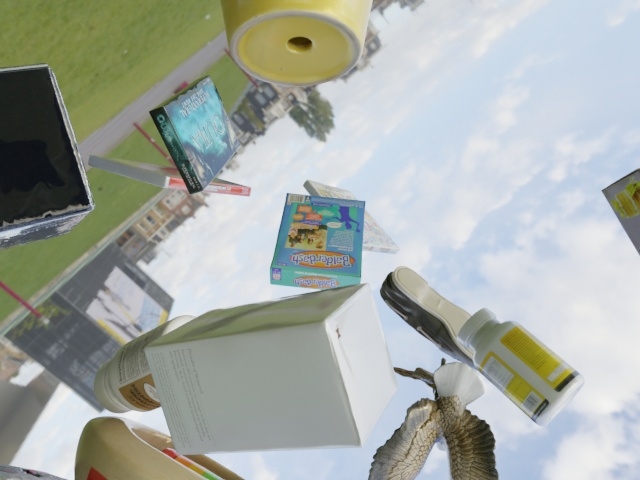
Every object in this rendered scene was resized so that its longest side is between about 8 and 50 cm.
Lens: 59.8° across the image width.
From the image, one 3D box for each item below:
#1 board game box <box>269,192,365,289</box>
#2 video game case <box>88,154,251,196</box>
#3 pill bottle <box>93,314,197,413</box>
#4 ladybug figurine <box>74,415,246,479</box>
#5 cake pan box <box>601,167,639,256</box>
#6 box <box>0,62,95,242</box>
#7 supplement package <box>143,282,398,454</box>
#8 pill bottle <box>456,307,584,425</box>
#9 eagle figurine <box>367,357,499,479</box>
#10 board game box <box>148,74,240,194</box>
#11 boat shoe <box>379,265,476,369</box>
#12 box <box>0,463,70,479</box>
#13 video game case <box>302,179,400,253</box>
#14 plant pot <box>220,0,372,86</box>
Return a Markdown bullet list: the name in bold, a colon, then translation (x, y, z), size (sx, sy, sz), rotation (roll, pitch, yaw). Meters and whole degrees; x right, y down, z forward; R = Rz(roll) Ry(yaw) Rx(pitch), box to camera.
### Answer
- **board game box**: translation (0.000, 0.000, 1.036), size (0.210, 0.160, 0.047), rotation (-81, 177, -47)
- **video game case**: translation (-0.305, -0.133, 1.172), size (0.285, 0.204, 0.025), rotation (-2, 107, -64)
- **pill bottle**: translation (-0.290, 0.227, 0.974), size (0.229, 0.131, 0.131), rotation (-28, -157, 32)
- **ladybug figurine**: translation (-0.237, 0.456, 0.943), size (0.162, 0.449, 0.305), rotation (-62, 159, -16)
- **cake pan box**: translation (0.536, -0.002, 0.754), size (0.267, 0.246, 0.070), rotation (-17, 167, -32)
- **box**: translation (-0.761, -0.109, 1.108), size (0.480, 0.297, 0.472), rotation (-18, -175, -29)
- **supplement package**: translation (-0.040, 0.111, 0.485), size (0.179, 0.105, 0.105), rotation (-13, -174, 26)
- **pill bottle**: translation (0.311, 0.193, 0.885), size (0.103, 0.103, 0.184), rotation (-44, -121, -3)
- **eagle figurine**: translation (0.245, 0.410, 1.131), size (0.226, 0.225, 0.298), rotation (-22, -145, 42)
- **board game box**: translation (-0.177, -0.162, 0.824), size (0.026, 0.126, 0.186), rotation (-14, -154, 17)
- **boat shoe**: translation (0.286, 0.201, 1.363), size (0.112, 0.335, 0.095), rotation (-39, 169, -44)
- **box**: translation (-0.548, 0.496, 0.987), size (0.142, 0.247, 0.163), rotation (7, -115, 20)
- **video game case**: translation (0.081, -0.057, 1.400), size (0.026, 0.227, 0.206), rotation (-49, 152, 22)
- **plant pot**: translation (-0.029, -0.341, 0.705), size (0.254, 0.254, 0.239), rotation (-20, -114, 51)
